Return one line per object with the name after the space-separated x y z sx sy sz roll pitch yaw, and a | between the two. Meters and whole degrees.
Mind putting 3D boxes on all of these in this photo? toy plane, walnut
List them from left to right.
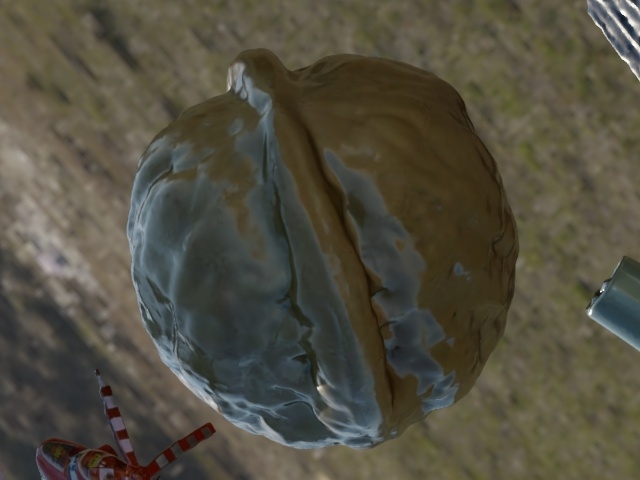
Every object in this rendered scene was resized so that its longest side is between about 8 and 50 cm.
-0.081 0.173 1.128 0.194 0.126 0.077 22 143 -15 | toy plane
0.000 0.000 1.112 0.257 0.224 0.257 162 90 -88 | walnut

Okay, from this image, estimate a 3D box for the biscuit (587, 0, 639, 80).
0.341 -0.082 1.404 0.388 0.107 0.073 59 157 31 | biscuit

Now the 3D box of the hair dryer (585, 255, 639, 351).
0.308 0.105 1.362 0.296 0.119 0.298 35 -169 27 | hair dryer

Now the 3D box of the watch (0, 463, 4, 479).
-0.386 0.216 1.448 0.248 0.217 0.211 26 -173 31 | watch
